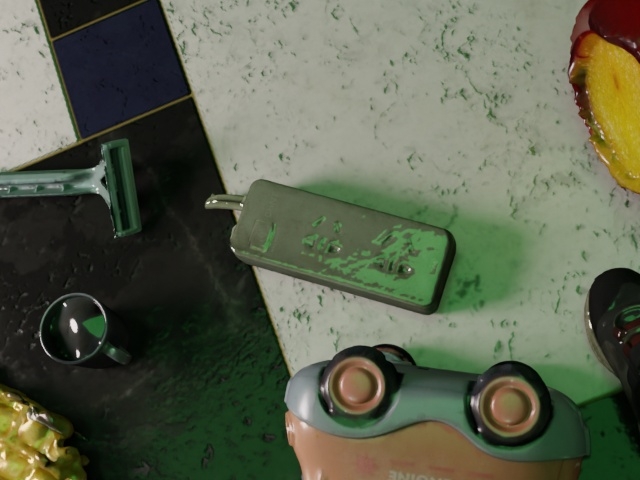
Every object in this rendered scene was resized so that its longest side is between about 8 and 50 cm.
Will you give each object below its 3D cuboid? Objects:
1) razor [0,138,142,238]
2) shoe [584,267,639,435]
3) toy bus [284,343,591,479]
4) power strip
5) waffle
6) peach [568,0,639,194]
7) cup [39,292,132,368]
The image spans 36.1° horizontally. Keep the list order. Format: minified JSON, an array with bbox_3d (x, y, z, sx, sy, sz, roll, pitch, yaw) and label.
[{"bbox_3d":[-0.344,-0.066,1.165,0.278,0.056,0.111,1,111,17],"label":"razor"},{"bbox_3d":[0.330,0.125,0.945,0.099,0.112,0.227,-22,74,6],"label":"shoe"},{"bbox_3d":[0.106,0.217,0.936,0.288,0.194,0.231,4,88,11],"label":"toy bus"},{"bbox_3d":[0.000,0.000,1.075,0.288,0.053,0.093,15,79,14],"label":"power strip"},{"bbox_3d":[-0.396,0.255,1.078,0.281,0.060,0.262,-21,72,5],"label":"waffle"},{"bbox_3d":[0.338,-0.156,0.983,0.190,0.196,0.226,7,71,47],"label":"peach"},{"bbox_3d":[-0.247,0.109,1.080,0.100,0.077,0.078,31,83,18],"label":"cup"}]
